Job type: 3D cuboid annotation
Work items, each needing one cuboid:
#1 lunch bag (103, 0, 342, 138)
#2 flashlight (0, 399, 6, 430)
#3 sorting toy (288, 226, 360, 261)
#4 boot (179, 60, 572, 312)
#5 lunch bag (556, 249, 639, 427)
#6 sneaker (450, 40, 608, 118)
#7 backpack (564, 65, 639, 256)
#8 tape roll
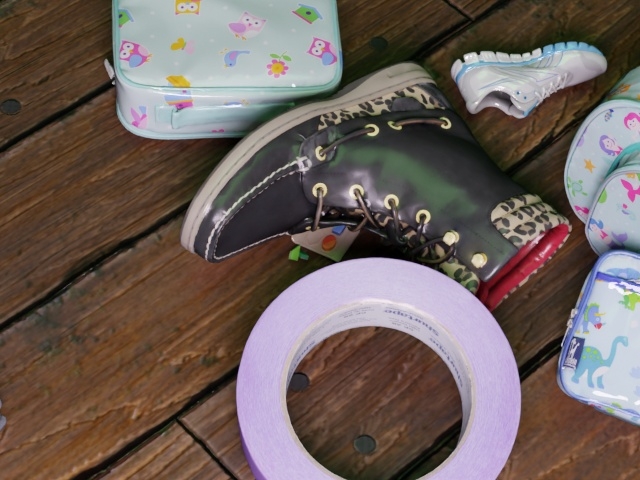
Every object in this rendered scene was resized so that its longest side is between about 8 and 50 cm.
[{"bbox_3d":[-0.116,-0.218,1.854,0.279,0.108,0.224,-2,56,-6],"label":"lunch bag"},{"bbox_3d":[-0.425,0.249,1.471,0.103,0.103,0.304,44,57,-11],"label":"flashlight"},{"bbox_3d":[0.000,0.000,1.759,0.062,0.012,0.083,26,54,13],"label":"sorting toy"},{"bbox_3d":[0.066,-0.023,1.700,0.377,0.138,0.284,-30,64,-35],"label":"boot"},{"bbox_3d":[0.363,0.112,1.625,0.219,0.090,0.176,21,84,10],"label":"lunch bag"},{"bbox_3d":[0.258,-0.187,1.904,0.191,0.071,0.082,-9,60,-2],"label":"sneaker"},{"bbox_3d":[0.393,-0.061,1.715,0.253,0.225,0.191,38,55,15],"label":"backpack"},{"bbox_3d":[0.055,0.159,1.543,0.275,0.090,0.274,0,72,-1],"label":"tape roll"}]
